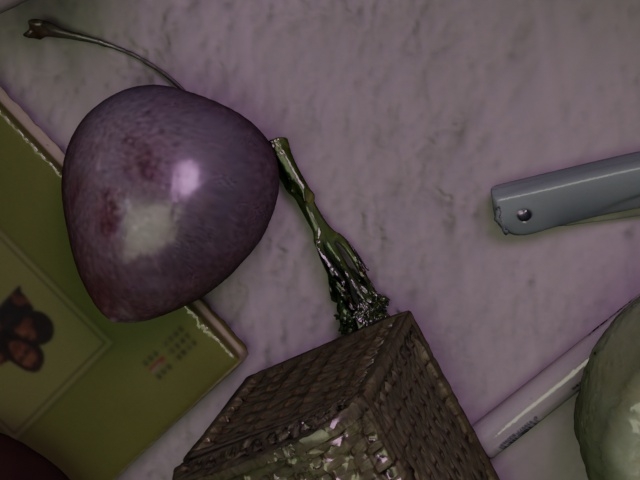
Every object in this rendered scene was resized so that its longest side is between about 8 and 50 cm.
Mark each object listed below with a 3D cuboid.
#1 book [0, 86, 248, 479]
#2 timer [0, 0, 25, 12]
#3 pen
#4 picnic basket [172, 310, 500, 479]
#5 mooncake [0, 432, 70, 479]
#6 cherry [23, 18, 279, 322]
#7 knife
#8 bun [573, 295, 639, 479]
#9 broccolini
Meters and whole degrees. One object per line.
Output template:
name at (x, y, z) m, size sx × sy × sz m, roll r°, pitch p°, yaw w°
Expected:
book at (-0.247, 0.022, 0.781) m, size 0.352 × 0.035 × 0.239 m, roll 46°, pitch 109°, yaw -3°
timer at (-0.209, -0.222, 0.612) m, size 0.233 × 0.240 × 0.233 m, roll -15°, pitch 123°, yaw -24°
pen at (0.168, 0.069, 0.715) m, size 0.218 × 0.026 × 0.026 m, roll -42°, pitch 92°, yaw 17°
picnic basket at (0.025, 0.172, 0.682) m, size 0.134 × 0.154 × 0.196 m, roll -22°, pitch 103°, yaw 27°
mooncake at (-0.269, 0.295, 0.766) m, size 0.326 × 0.174 × 0.334 m, roll -32°, pitch 96°, yaw 20°
cherry at (-0.121, -0.035, 0.695) m, size 0.188 × 0.115 × 0.148 m, roll 20°, pitch 98°, yaw 0°
knife at (0.183, -0.030, 0.690) m, size 0.162 × 0.023 × 0.044 m, roll -12°, pitch 125°, yaw 14°
bun at (0.241, 0.093, 0.657) m, size 0.195 × 0.118 × 0.195 m, roll 2°, pitch 109°, yaw 5°
broccolini at (0.000, 0.000, 0.736) m, size 0.035 × 0.030 × 0.140 m, roll -28°, pitch 92°, yaw 52°
